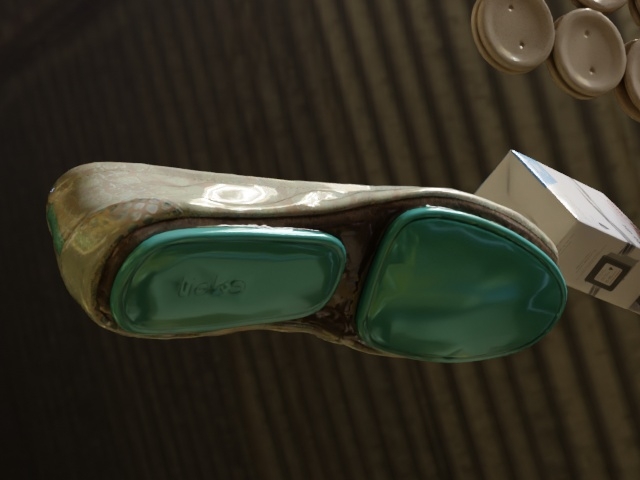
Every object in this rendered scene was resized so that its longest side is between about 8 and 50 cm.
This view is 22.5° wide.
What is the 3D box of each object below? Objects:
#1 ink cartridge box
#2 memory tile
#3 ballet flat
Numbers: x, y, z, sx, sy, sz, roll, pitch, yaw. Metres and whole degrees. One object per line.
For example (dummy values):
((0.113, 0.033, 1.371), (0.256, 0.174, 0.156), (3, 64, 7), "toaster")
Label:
((0.225, -0.004, 1.393), (0.060, 0.180, 0.104), (-53, -133, 17), "ink cartridge box")
((0.114, -0.128, 0.670), (0.012, 0.113, 0.148), (-17, -117, 60), "memory tile")
((0.000, 0.000, 0.462), (0.052, 0.168, 0.057), (47, -60, 45), "ballet flat")
